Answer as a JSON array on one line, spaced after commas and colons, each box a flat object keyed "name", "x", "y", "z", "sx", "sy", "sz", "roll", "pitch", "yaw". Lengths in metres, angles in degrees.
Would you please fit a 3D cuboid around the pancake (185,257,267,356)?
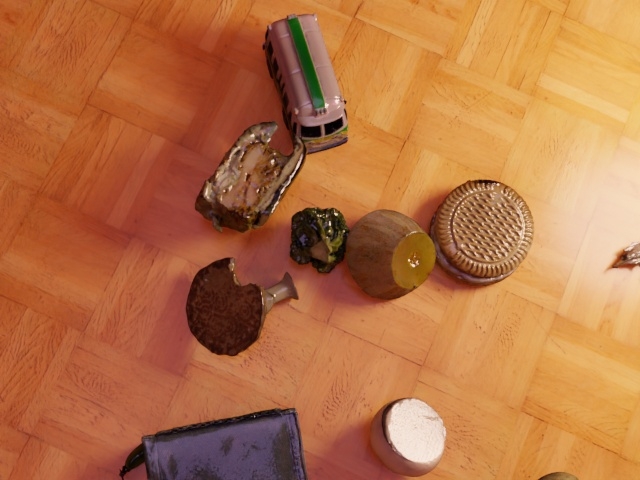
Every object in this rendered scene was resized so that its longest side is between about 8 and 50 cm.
[{"name": "pancake", "x": -0.216, "y": 0.151, "z": 1.728, "sx": 0.212, "sy": 0.029, "sz": 0.235, "roll": -51, "pitch": 61, "yaw": 16}]

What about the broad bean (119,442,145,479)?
[{"name": "broad bean", "x": -0.341, "y": 0.462, "z": 1.701, "sx": 0.226, "sy": 0.039, "sz": 0.069, "roll": -23, "pitch": 74, "yaw": -8}]

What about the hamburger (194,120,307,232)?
[{"name": "hamburger", "x": -0.166, "y": -0.129, "z": 1.773, "sx": 0.167, "sy": 0.192, "sz": 0.288, "roll": 34, "pitch": 65, "yaw": -6}]

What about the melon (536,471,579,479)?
[{"name": "melon", "x": 0.524, "y": 0.571, "z": 1.712, "sx": 0.130, "sy": 0.098, "sz": 0.098, "roll": -26, "pitch": 81, "yaw": -13}]

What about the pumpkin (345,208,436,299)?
[{"name": "pumpkin", "x": 0.179, "y": 0.031, "z": 1.773, "sx": 0.217, "sy": 0.110, "sz": 0.217, "roll": 2, "pitch": 85, "yaw": -31}]

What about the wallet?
[{"name": "wallet", "x": -0.202, "y": 0.506, "z": 1.674, "sx": 0.342, "sy": 0.075, "sz": 0.237, "roll": -9, "pitch": 89, "yaw": -9}]

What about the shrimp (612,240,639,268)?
[{"name": "shrimp", "x": 0.821, "y": 0.051, "z": 1.875, "sx": 0.223, "sy": 0.047, "sz": 0.126, "roll": -16, "pitch": 90, "yaw": -9}]

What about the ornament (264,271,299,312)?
[{"name": "ornament", "x": -0.132, "y": 0.138, "z": 1.766, "sx": 0.156, "sy": 0.081, "sz": 0.075, "roll": -24, "pitch": 101, "yaw": -13}]

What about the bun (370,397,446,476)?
[{"name": "bun", "x": 0.185, "y": 0.443, "z": 1.700, "sx": 0.172, "sy": 0.120, "sz": 0.173, "roll": 15, "pitch": 50, "yaw": -18}]

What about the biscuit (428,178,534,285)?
[{"name": "biscuit", "x": 0.385, "y": -0.020, "z": 1.836, "sx": 0.259, "sy": 0.079, "sz": 0.259, "roll": 1, "pitch": 78, "yaw": -4}]

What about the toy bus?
[{"name": "toy bus", "x": -0.032, "y": -0.377, "z": 1.831, "sx": 0.143, "sy": 0.179, "sz": 0.305, "roll": -15, "pitch": 79, "yaw": -7}]

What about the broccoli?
[{"name": "broccoli", "x": 0.000, "y": 0.000, "z": 1.784, "sx": 0.145, "sy": 0.138, "sz": 0.162, "roll": -1, "pitch": 115, "yaw": 1}]
